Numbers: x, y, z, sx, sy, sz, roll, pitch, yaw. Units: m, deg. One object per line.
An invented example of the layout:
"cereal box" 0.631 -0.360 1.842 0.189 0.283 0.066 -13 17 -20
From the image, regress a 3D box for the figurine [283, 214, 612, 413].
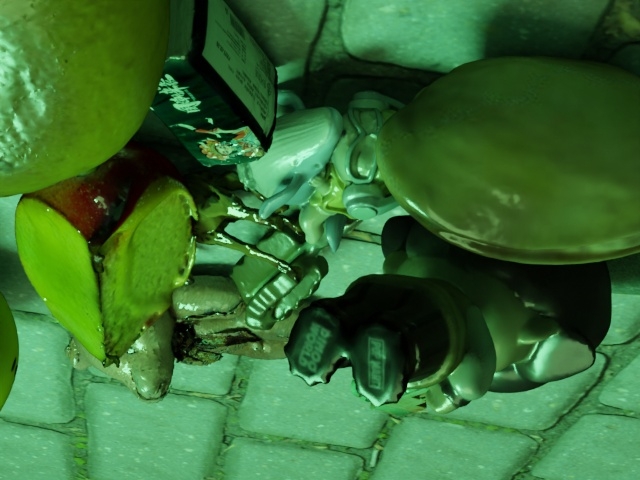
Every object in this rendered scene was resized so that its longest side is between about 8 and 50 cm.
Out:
"figurine" 0.123 0.078 1.388 0.218 0.365 0.206 -1 113 34

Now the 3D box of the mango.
"mango" -0.253 -0.218 1.082 0.301 0.220 0.445 17 141 22

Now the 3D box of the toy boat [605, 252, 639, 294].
"toy boat" 0.314 0.002 1.521 0.319 0.092 0.141 -2 154 34

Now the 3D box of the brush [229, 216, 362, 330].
"brush" 0.000 0.000 1.613 0.071 0.084 0.301 0 153 -35

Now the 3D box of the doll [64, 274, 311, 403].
"doll" -0.146 0.122 1.817 0.303 0.156 0.201 8 148 -10

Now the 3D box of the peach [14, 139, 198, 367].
"peach" -0.214 -0.024 1.527 0.154 0.159 0.267 32 150 21

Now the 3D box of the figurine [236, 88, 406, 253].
"figurine" 0.016 -0.068 1.423 0.183 0.128 0.208 1 161 7

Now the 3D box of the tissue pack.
"tissue pack" -0.103 -0.145 1.316 0.090 0.103 0.170 -11 149 21

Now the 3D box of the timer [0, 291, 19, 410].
"timer" -0.457 0.108 1.764 0.285 0.285 0.285 6 154 3

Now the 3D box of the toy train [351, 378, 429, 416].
"toy train" 0.123 0.163 1.920 0.118 0.074 0.176 18 149 -41

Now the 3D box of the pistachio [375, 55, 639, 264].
"pistachio" 0.185 -0.068 1.301 0.293 0.182 0.162 6 152 -19

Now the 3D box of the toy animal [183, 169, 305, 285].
"toy animal" -0.115 -0.011 1.622 0.275 0.054 0.149 -8 132 48
